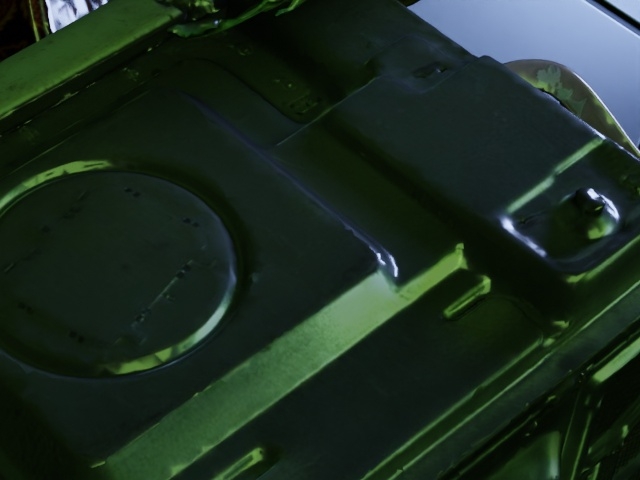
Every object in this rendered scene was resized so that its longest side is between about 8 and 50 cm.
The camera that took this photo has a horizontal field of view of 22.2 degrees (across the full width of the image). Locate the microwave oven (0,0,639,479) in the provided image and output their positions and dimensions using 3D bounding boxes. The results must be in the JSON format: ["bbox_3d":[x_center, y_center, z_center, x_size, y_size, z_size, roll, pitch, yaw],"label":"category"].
[{"bbox_3d":[-0.073,0.073,0.726,0.394,0.247,0.333,-35,57,-27],"label":"microwave oven"}]

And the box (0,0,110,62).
[{"bbox_3d":[-0.252,-0.236,0.934,0.116,0.264,0.415,4,71,-60],"label":"box"}]

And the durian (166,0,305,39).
[{"bbox_3d":[0.026,-0.195,0.756,0.132,0.106,0.375,26,56,-3],"label":"durian"}]

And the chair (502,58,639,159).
[{"bbox_3d":[0.225,0.007,1.118,0.175,0.183,0.326,-42,96,-26],"label":"chair"}]

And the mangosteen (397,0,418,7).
[{"bbox_3d":[-0.009,-0.302,1.019,0.330,0.330,0.330,5,76,-21],"label":"mangosteen"}]
